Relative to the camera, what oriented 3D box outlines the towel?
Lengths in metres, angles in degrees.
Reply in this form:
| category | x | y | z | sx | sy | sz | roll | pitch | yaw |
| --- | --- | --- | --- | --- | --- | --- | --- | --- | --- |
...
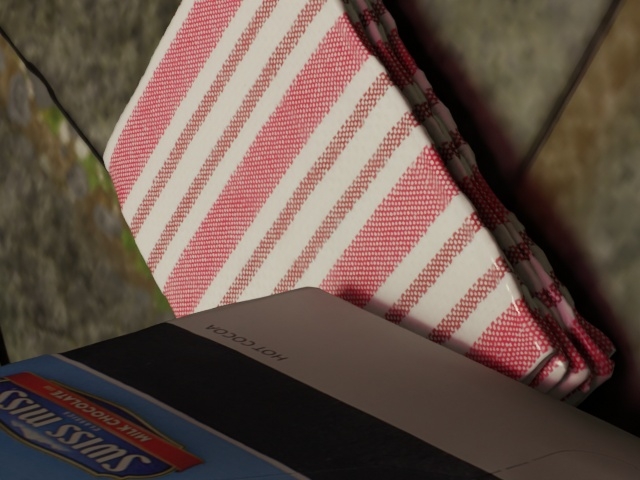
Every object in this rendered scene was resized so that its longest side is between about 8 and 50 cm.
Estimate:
| category | x | y | z | sx | sy | sz | roll | pitch | yaw |
| --- | --- | --- | --- | --- | --- | --- | --- | --- | --- |
| towel | 0.000 | 0.000 | 0.555 | 0.144 | 0.029 | 0.197 | -53 | 57 | 41 |

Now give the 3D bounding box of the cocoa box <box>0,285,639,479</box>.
| category | x | y | z | sx | sy | sz | roll | pitch | yaw |
| --- | --- | --- | --- | --- | --- | --- | --- | --- | --- |
| cocoa box | 0.023 | 0.184 | 0.373 | 0.347 | 0.228 | 0.231 | 23 | 117 | 42 |
